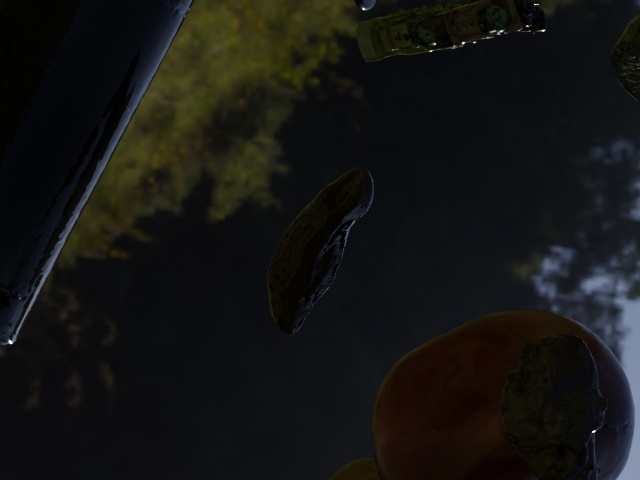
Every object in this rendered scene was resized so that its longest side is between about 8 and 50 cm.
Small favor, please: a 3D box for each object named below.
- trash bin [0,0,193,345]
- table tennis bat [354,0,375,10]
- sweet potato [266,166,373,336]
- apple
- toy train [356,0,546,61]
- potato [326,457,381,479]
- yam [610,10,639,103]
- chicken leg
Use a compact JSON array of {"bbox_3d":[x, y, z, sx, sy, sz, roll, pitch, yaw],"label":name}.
[{"bbox_3d":[-0.242,-0.101,1.173,0.252,0.203,0.302,28,-88,55],"label":"trash bin"},{"bbox_3d":[0.001,-0.332,1.777,0.107,0.119,0.170,47,45,-65],"label":"table tennis bat"},{"bbox_3d":[-0.001,-0.002,1.275,0.053,0.054,0.182,45,-45,18],"label":"sweet potato"},{"bbox_3d":[0.181,0.182,1.616,0.252,0.271,0.206,90,-24,-58],"label":"apple"},{"bbox_3d":[0.130,-0.219,1.651,0.249,0.085,0.053,2,-69,60],"label":"toy train"},{"bbox_3d":[0.055,0.322,1.936,0.202,0.182,0.117,106,-15,-50],"label":"potato"},{"bbox_3d":[0.350,-0.189,1.363,0.254,0.154,0.154,-56,-177,-29],"label":"yam"},{"bbox_3d":[0.196,0.176,1.313,0.069,0.084,0.198,140,-59,-70],"label":"chicken leg"}]
